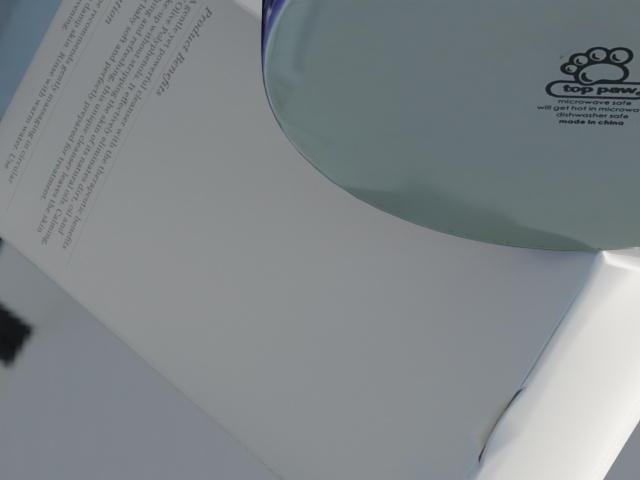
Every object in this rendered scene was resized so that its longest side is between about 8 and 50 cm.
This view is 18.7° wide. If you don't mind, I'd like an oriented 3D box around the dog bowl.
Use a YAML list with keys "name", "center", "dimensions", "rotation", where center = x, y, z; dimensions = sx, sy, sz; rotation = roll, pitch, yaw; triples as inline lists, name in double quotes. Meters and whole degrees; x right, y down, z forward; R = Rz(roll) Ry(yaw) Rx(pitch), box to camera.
- name: "dog bowl"
  center: [0.108, -0.103, 0.777]
  dimensions: [0.265, 0.265, 0.104]
  rotation: [134, -34, -53]

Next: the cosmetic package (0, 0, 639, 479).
- name: "cosmetic package"
  center: [0.000, 0.000, 1.036]
  dimensions: [0.365, 0.155, 0.197]
  rotation: [38, -75, 30]
